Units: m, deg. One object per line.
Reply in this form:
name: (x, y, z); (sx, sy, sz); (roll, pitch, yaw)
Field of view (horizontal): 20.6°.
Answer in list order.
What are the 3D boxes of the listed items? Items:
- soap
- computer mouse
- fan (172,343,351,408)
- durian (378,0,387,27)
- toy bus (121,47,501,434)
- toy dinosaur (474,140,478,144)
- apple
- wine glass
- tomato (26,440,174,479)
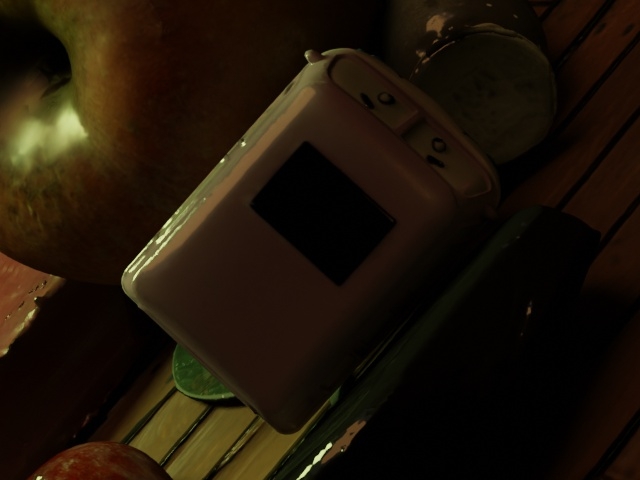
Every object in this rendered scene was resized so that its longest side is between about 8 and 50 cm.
soap: (-0.214, 0.065, 1.341); (0.182, 0.112, 0.289); (4, 50, 51)
computer mouse: (0.066, 0.081, 0.922); (0.264, 0.088, 0.147); (-50, 3, -33)
fan: (0.011, 0.031, 1.176); (0.223, 0.012, 0.294); (-49, 26, -18)
durian: (0.017, -0.194, 1.454); (0.108, 0.119, 0.186); (-7, 26, -12)
toy bus: (0.000, -0.003, 1.011); (0.202, 0.142, 0.142); (-48, -7, 2)
toy dinosaur: (0.003, 0.005, 1.155); (0.280, 0.055, 0.101); (-24, 16, 33)
apple: (-0.121, -0.140, 1.215); (0.338, 0.338, 0.305); (-27, -2, 31)
wine glass: (0.095, -0.126, 1.178); (0.111, 0.111, 0.204); (-37, 22, 12)
tomato: (-0.155, 0.182, 1.086); (0.139, 0.091, 0.159); (-42, 23, 0)
